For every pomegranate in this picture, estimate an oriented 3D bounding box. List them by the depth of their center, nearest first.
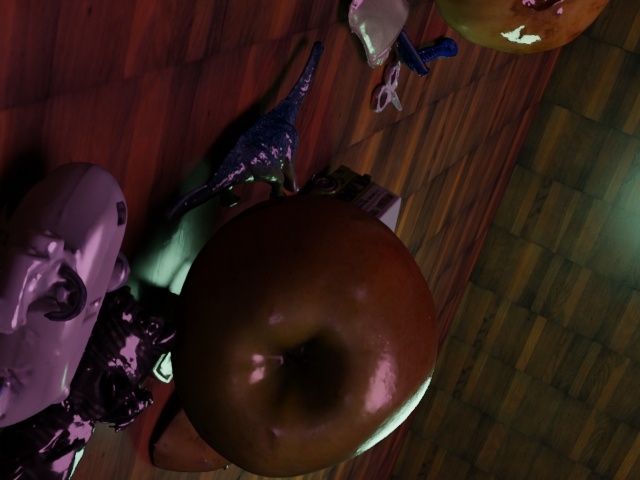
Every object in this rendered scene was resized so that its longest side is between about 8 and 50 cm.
[{"bbox_3d":[0.311,-0.473,1.450,0.338,0.338,0.338,-53,159,-30],"label":"pomegranate"}]

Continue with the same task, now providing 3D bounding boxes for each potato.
[{"bbox_3d":[-0.126,0.290,1.484,0.299,0.116,0.239,-36,159,-27],"label":"potato"}]

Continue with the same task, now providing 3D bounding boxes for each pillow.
[{"bbox_3d":[0.090,-0.349,1.399,0.130,0.038,0.233,-60,161,-1],"label":"pillow"}]

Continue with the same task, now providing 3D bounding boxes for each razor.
[{"bbox_3d":[0.193,-0.344,1.685,0.056,0.093,0.324,-31,-179,25],"label":"razor"}]

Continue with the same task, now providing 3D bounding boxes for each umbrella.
[{"bbox_3d":[-0.285,0.202,0.990,0.336,0.128,0.154,-52,162,-23],"label":"umbrella"}]

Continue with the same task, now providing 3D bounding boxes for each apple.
[{"bbox_3d":[-0.030,0.115,1.129,0.305,0.339,0.338,-56,167,-69],"label":"apple"}]

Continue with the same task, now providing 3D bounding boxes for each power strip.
[{"bbox_3d":[-0.192,0.115,1.250,0.175,0.042,0.075,-59,160,-15],"label":"power strip"}]

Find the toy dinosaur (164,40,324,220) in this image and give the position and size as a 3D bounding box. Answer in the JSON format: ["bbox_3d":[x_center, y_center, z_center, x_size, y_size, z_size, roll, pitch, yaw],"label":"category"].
[{"bbox_3d":[-0.083,-0.112,1.200,0.363,0.076,0.147,-50,148,-34],"label":"toy dinosaur"}]

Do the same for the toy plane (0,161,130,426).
[{"bbox_3d":[-0.259,0.051,0.846,0.267,0.123,0.266,-155,-90,-89],"label":"toy plane"}]

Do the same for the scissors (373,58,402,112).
[{"bbox_3d":[0.132,-0.263,1.676,0.100,0.015,0.189,-66,163,-1],"label":"scissors"}]

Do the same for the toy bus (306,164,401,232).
[{"bbox_3d":[0.000,0.000,1.468,0.302,0.139,0.113,-43,151,-43],"label":"toy bus"}]
